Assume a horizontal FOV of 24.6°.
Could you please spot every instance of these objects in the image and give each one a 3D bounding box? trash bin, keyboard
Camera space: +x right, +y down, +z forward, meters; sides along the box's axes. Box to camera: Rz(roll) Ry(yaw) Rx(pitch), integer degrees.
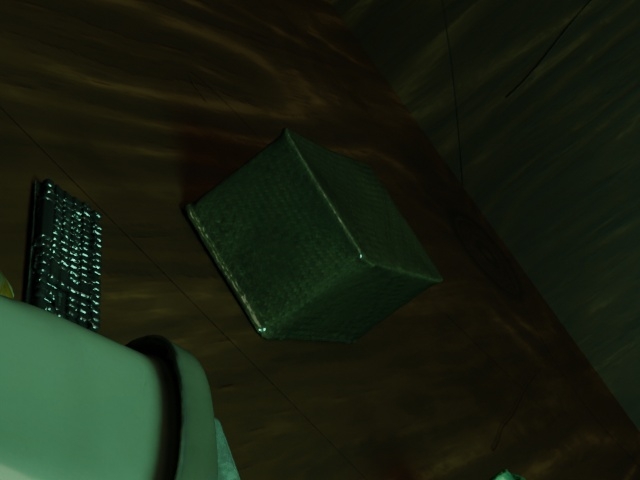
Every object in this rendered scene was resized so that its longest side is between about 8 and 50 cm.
[{"bbox_3d":[-0.211,0.115,0.719,0.250,0.220,0.219,33,22,-32],"label":"trash bin"},{"bbox_3d":[-0.213,0.023,1.224,0.072,0.023,0.231,40,20,-28],"label":"keyboard"}]

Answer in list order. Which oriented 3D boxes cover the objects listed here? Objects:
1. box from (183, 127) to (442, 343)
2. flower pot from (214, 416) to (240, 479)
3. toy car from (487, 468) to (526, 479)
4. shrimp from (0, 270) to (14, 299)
[{"bbox_3d":[-0.002,0.002,1.631,0.184,0.143,0.273,57,16,18],"label":"box"},{"bbox_3d":[-0.156,0.145,0.970,0.229,0.103,0.108,36,20,-36],"label":"flower pot"},{"bbox_3d":[0.123,0.319,1.326,0.306,0.125,0.136,-19,68,-50],"label":"toy car"},{"bbox_3d":[-0.293,0.002,0.987,0.145,0.059,0.254,55,16,21],"label":"shrimp"}]
